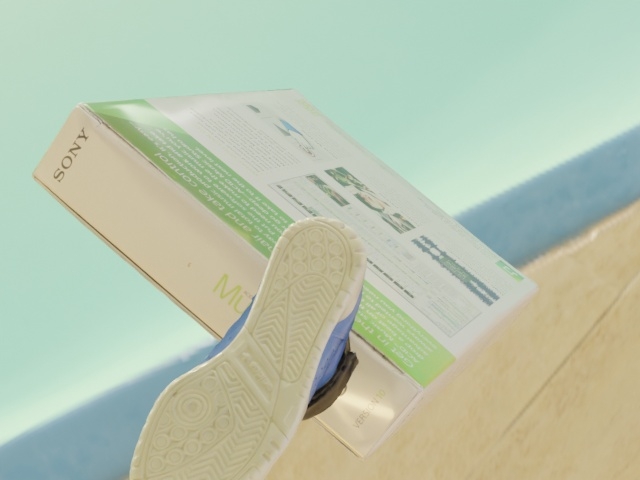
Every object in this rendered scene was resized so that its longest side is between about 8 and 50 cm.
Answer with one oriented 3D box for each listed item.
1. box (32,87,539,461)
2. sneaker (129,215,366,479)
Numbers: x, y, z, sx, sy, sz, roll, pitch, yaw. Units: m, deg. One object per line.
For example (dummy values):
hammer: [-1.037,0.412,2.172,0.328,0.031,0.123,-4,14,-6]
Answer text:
box: [0.000,0.000,0.842,0.232,0.322,0.058,40,106,11]
sneaker: [-0.028,0.068,0.601,0.058,0.084,0.152,23,61,11]
